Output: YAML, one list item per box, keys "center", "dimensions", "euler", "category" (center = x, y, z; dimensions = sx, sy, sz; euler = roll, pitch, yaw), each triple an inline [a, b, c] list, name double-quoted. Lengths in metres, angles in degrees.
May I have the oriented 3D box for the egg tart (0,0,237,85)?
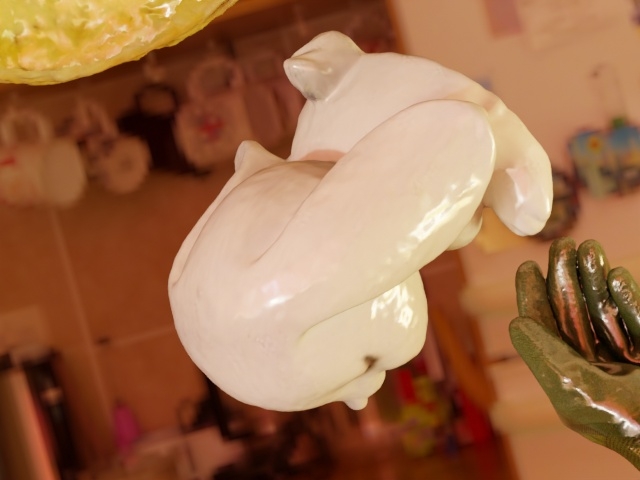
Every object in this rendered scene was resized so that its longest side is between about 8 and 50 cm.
- center: [-0.162, -0.224, 1.202]
  dimensions: [0.294, 0.123, 0.294]
  euler: [-10, -42, -9]
  category: "egg tart"

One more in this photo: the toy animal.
- center: [0.000, 0.000, 1.417]
  dimensions: [0.272, 0.206, 0.265]
  euler: [-6, 40, 52]
  category: "toy animal"

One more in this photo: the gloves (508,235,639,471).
- center: [0.235, 0.112, 1.562]
  dimensions: [0.135, 0.268, 0.107]
  euler: [-7, -40, -33]
  category: "gloves"
